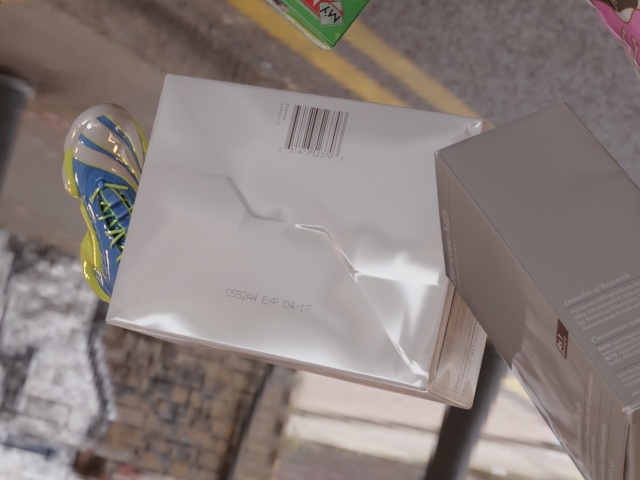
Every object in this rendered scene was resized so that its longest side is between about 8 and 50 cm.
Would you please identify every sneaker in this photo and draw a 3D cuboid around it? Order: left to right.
[{"bbox_3d":[-0.183,-0.017,1.468,0.126,0.091,0.240,43,149,38],"label":"sneaker"}]

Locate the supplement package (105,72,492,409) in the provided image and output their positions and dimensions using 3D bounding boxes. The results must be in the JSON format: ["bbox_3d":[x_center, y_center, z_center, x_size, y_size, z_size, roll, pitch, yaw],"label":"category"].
[{"bbox_3d":[0.000,0.000,1.159,0.261,0.204,0.145,11,172,21],"label":"supplement package"}]

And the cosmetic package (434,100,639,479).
[{"bbox_3d":[0.164,0.039,0.907,0.238,0.107,0.127,54,163,43],"label":"cosmetic package"}]

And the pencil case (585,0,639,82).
[{"bbox_3d":[0.279,-0.119,0.953,0.386,0.160,0.167,57,179,-1],"label":"pencil case"}]

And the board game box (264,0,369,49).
[{"bbox_3d":[-0.047,-0.353,1.326,0.317,0.213,0.046,40,175,-16],"label":"board game box"}]
